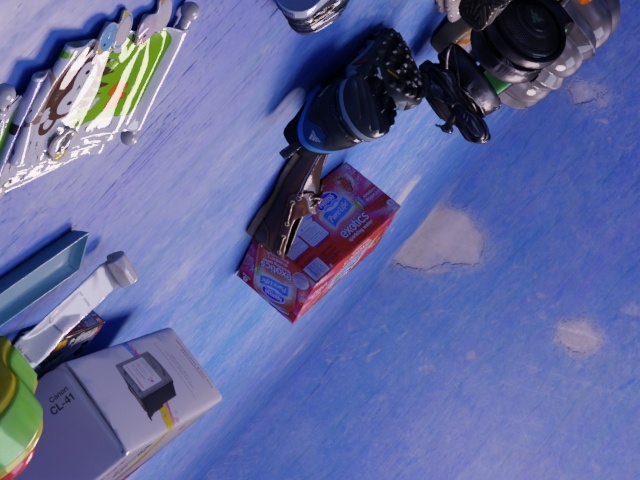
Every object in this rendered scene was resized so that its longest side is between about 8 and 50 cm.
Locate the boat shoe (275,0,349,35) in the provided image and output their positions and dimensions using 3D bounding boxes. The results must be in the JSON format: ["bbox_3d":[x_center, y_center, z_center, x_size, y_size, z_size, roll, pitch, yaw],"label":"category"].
[{"bbox_3d":[0.028,-0.279,1.026,0.183,0.065,0.083,-44,173,-1],"label":"boat shoe"}]

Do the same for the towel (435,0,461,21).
[{"bbox_3d":[0.222,-0.406,1.426,0.187,0.049,0.282,-51,170,3],"label":"towel"}]

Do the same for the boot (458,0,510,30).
[{"bbox_3d":[0.284,-0.388,1.416,0.208,0.076,0.189,-39,179,-16],"label":"boot"}]

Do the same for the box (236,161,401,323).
[{"bbox_3d":[0.000,0.000,1.730,0.257,0.128,0.123,-41,167,-41],"label":"box"}]

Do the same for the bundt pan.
[{"bbox_3d":[0.444,-0.379,2.034,0.331,0.124,0.331,-45,-174,6],"label":"bundt pan"}]

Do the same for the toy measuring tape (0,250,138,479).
[{"bbox_3d":[-0.281,0.136,1.024,0.330,0.121,0.121,-44,169,-26],"label":"toy measuring tape"}]

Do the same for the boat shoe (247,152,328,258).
[{"bbox_3d":[-0.031,-0.063,1.531,0.073,0.073,0.207,-35,161,-51],"label":"boat shoe"}]

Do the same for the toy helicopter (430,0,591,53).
[{"bbox_3d":[0.312,-0.388,1.769,0.355,0.140,0.235,-32,172,-28],"label":"toy helicopter"}]

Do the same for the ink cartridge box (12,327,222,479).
[{"bbox_3d":[-0.281,0.234,1.279,0.226,0.131,0.306,-39,174,13],"label":"ink cartridge box"}]

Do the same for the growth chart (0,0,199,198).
[{"bbox_3d":[-0.190,-0.104,0.832,0.237,0.021,0.172,-39,164,-49],"label":"growth chart"}]

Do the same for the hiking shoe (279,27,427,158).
[{"bbox_3d":[0.044,-0.193,1.371,0.132,0.113,0.304,-21,-169,26],"label":"hiking shoe"}]

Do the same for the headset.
[{"bbox_3d":[0.265,-0.244,1.597,0.243,0.185,0.394,-40,170,32],"label":"headset"}]

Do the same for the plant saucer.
[{"bbox_3d":[-0.292,0.054,0.981,0.192,0.018,0.067,-42,168,-40],"label":"plant saucer"}]

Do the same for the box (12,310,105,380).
[{"bbox_3d":[-0.305,0.128,1.168,0.094,0.027,0.137,-50,170,17],"label":"box"}]
